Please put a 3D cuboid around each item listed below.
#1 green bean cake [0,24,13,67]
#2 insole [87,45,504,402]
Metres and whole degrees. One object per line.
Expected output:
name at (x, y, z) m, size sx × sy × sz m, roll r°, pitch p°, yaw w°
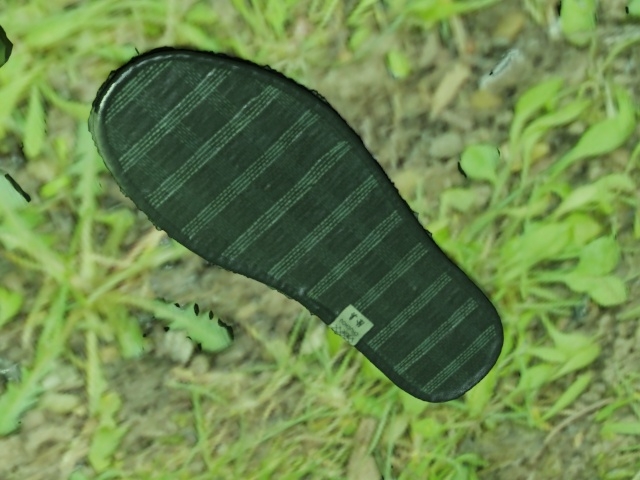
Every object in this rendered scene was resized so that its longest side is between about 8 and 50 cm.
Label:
green bean cake at (-0.257, -0.022, 0.542) m, size 0.232 × 0.124 × 0.236 m, roll 9°, pitch 112°, yaw -27°
insole at (0.000, 0.000, 0.739) m, size 0.110 × 0.012 × 0.309 m, roll -45°, pitch 125°, yaw 2°
